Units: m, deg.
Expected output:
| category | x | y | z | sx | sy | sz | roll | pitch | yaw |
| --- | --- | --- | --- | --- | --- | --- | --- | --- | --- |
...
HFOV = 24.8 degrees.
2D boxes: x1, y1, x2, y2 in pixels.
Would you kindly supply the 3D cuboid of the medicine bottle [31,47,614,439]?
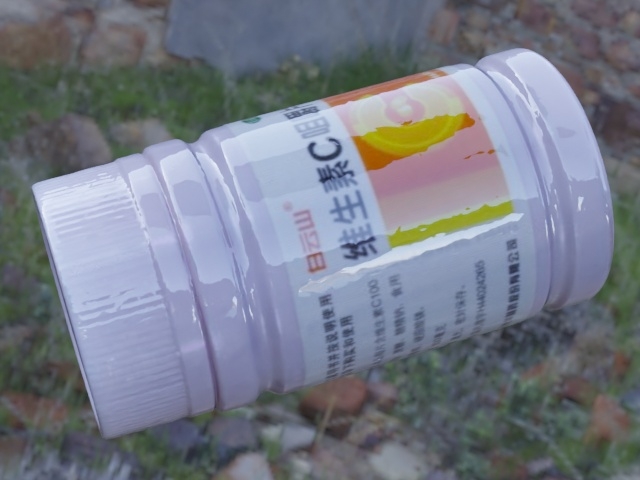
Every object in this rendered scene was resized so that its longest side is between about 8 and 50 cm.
| category | x | y | z | sx | sy | sz | roll | pitch | yaw |
| --- | --- | --- | --- | --- | --- | --- | --- | --- | --- |
| medicine bottle | 0.000 | 0.000 | 0.690 | 0.250 | 0.133 | 0.133 | -16 | 26 | -10 |
